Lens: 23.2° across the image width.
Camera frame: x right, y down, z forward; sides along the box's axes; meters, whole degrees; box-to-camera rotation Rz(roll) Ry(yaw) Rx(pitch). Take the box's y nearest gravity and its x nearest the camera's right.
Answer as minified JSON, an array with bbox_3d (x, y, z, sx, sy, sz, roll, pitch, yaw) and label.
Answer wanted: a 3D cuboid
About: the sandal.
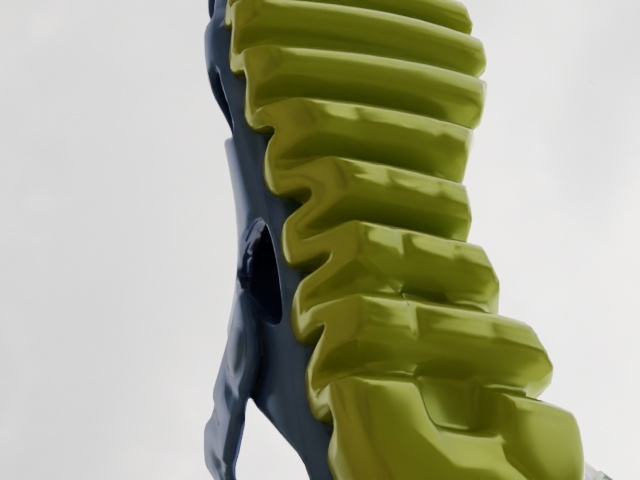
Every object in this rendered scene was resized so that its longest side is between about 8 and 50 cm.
[{"bbox_3d":[0.000,0.000,0.625,0.138,0.126,0.317,-48,-143,44],"label":"sandal"}]

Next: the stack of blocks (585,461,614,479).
[{"bbox_3d":[0.129,0.191,0.938,0.171,0.297,0.087,37,-81,12],"label":"stack of blocks"}]
